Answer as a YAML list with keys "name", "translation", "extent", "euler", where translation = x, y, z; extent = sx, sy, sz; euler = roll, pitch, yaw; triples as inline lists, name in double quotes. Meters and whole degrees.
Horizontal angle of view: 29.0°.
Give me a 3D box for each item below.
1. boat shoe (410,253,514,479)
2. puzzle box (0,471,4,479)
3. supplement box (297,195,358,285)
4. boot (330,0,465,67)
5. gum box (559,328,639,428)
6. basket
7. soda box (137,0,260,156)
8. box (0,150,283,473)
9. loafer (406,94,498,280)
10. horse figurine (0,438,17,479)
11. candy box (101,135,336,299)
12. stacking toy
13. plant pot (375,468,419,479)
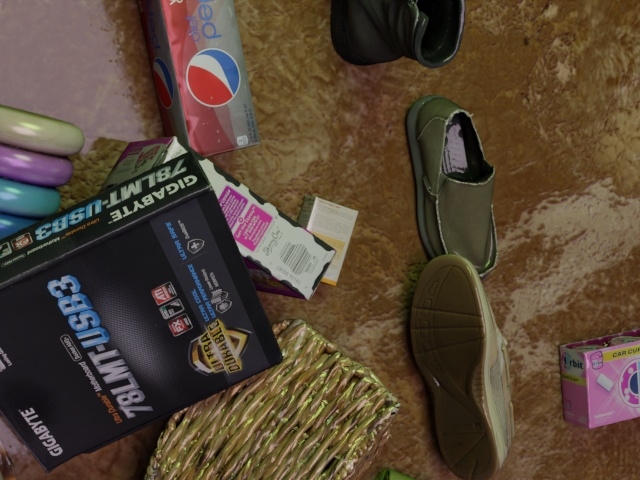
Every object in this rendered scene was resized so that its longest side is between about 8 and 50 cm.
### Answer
- name: "boat shoe"
  translation: [0.193, 0.156, 1.603]
  extent: [0.098, 0.109, 0.302]
  euler: [-29, 111, -54]
- name: "puzzle box"
  translation: [-0.497, 0.432, 1.326]
  extent: [0.408, 0.052, 0.272]
  euler: [-23, 104, -22]
- name: "supplement box"
  translation: [0.000, 0.000, 1.529]
  extent: [0.062, 0.036, 0.099]
  euler: [19, 86, -25]
- name: "boot"
  translation: [0.093, -0.369, 1.439]
  extent: [0.118, 0.222, 0.338]
  euler: [-13, 100, -23]
- name: "gum box"
  translation: [0.430, 0.187, 1.730]
  extent: [0.188, 0.062, 0.107]
  euler: [-9, 98, -24]
- name: "basket"
  translation: [-0.071, 0.259, 1.487]
  extent: [0.213, 0.223, 0.299]
  euler: [37, 77, 11]
- name: "soda box"
  translation: [-0.147, -0.229, 1.416]
  extent: [0.092, 0.083, 0.263]
  euler: [-14, 100, -24]
- name: "box"
  translation: [-0.213, 0.084, 1.285]
  extent: [0.293, 0.073, 0.296]
  euler: [-26, 137, -8]
- name: "loafer"
  translation: [0.174, -0.061, 1.576]
  extent: [0.094, 0.087, 0.251]
  euler: [-22, 103, -22]
- name: "horse figurine"
  translation: [-0.371, 0.326, 1.307]
  extent: [0.263, 0.066, 0.174]
  euler: [-41, 112, -15]
- name: "candy box"
  translation: [-0.117, -0.025, 1.406]
  extent: [0.233, 0.159, 0.071]
  euler: [34, 77, -24]
- name: "stacking toy"
  translation: [-0.355, 0.022, 1.323]
  extent: [0.141, 0.141, 0.331]
  euler: [12, 95, -25]
- name: "plant pot"
  translation: [0.107, 0.333, 1.590]
  extent: [0.079, 0.083, 0.083]
  euler: [34, 80, -11]
